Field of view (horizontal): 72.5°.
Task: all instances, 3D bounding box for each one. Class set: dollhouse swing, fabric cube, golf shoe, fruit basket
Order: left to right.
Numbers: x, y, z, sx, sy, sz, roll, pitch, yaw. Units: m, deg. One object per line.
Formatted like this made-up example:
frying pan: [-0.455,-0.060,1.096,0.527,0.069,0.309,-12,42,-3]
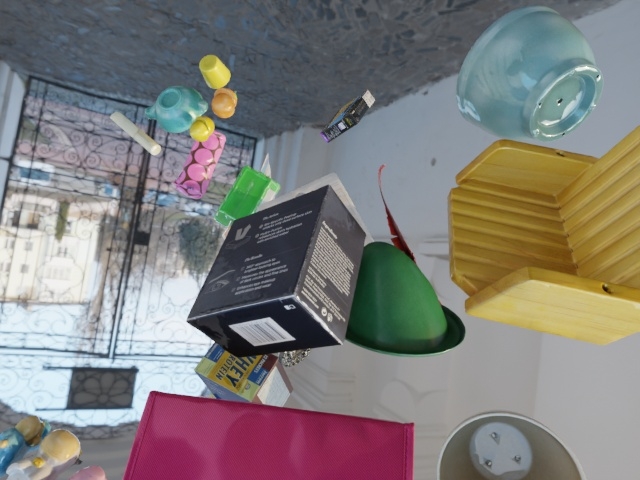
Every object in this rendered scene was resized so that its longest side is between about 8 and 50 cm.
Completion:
fruit basket: [-0.255,-0.124,1.626,0.165,0.327,0.353,28,169,5]
fabric cube: [-0.041,0.318,0.451,0.258,0.259,0.254,3,152,10]
golf shoe: [-0.053,0.188,0.962,0.093,0.198,0.077,6,133,30]
dollhouse swing: [0.405,-0.076,0.682,0.315,0.347,0.305,13,139,1]

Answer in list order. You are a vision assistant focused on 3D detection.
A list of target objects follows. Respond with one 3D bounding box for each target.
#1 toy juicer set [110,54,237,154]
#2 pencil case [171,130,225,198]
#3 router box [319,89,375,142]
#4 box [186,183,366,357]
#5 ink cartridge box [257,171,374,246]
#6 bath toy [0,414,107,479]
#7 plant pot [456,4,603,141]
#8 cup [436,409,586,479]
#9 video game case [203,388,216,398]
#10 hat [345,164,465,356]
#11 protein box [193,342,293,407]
toy juicer set: [-0.354,-0.313,1.120,0.329,0.209,0.089,-30,159,2]
pencil case: [-0.359,-0.234,1.295,0.098,0.209,0.095,26,162,-28]
router box: [0.087,-0.395,1.391,0.133,0.179,0.046,-24,114,41]
box: [-0.044,0.039,0.502,0.156,0.158,0.093,-16,131,33]
ink cartridge box: [0.000,0.000,0.694,0.145,0.179,0.045,-26,164,-7]
bath toy: [-0.475,0.486,0.833,0.348,0.151,0.129,32,168,19]
plant pot: [0.487,-0.344,0.981,0.293,0.293,0.196,10,-145,-31]
cup: [0.474,0.585,1.132,0.331,0.331,0.237,7,176,17]
video game case: [-0.367,0.579,1.561,0.119,0.166,0.015,7,156,22]
hat: [0.088,0.013,0.542,0.173,0.184,0.208,-10,-159,-38]
protein box: [-0.211,0.395,1.235,0.199,0.136,0.201,18,144,25]
